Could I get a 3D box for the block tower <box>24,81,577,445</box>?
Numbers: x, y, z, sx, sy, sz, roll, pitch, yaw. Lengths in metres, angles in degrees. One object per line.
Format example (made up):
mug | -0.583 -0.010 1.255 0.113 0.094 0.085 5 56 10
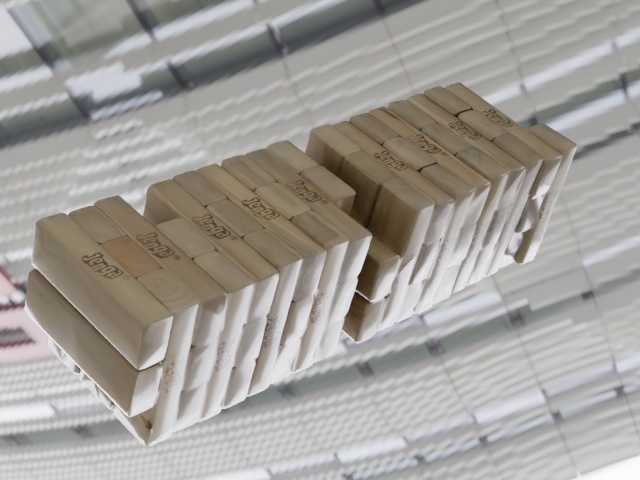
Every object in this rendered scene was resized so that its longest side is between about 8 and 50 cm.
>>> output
block tower | 0.000 0.000 0.758 0.335 0.091 0.097 -20 -131 -41
